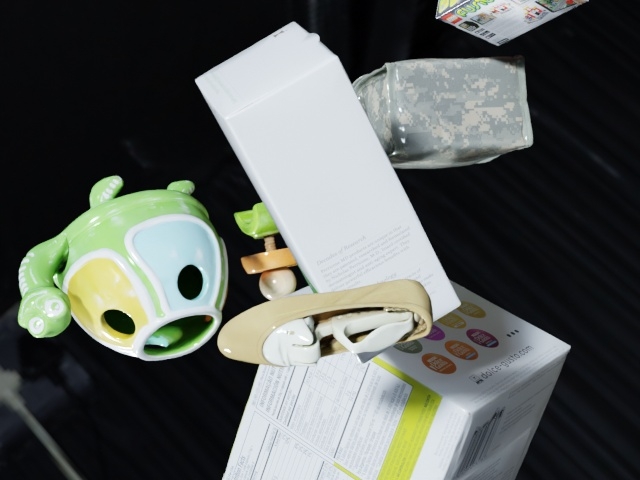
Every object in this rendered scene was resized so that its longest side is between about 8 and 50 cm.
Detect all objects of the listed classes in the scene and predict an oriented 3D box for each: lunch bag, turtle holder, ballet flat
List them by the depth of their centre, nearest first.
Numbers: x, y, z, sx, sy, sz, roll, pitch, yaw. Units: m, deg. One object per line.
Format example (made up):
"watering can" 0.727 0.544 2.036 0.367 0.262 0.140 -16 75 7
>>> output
"ballet flat" 0.008 0.093 1.495 0.232 0.073 0.080 -15 -53 -6
"turtle holder" -0.274 0.049 2.085 0.243 0.227 0.320 -40 -28 18
"lunch bag" 0.170 -0.192 2.246 0.235 0.169 0.287 -4 -5 -17

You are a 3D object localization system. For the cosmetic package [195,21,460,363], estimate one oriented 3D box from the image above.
"cosmetic package" 0.010 -0.061 1.732 0.155 0.197 0.365 -31 -66 -3

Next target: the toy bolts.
"toy bolts" 0.000 0.000 2.268 0.218 0.158 0.228 -12 -3 -28

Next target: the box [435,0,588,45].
"box" 0.263 -0.332 1.954 0.207 0.114 0.036 -19 55 59

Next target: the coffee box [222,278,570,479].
"coffee box" 0.111 0.263 2.132 0.337 0.334 0.338 -19 -47 -54
